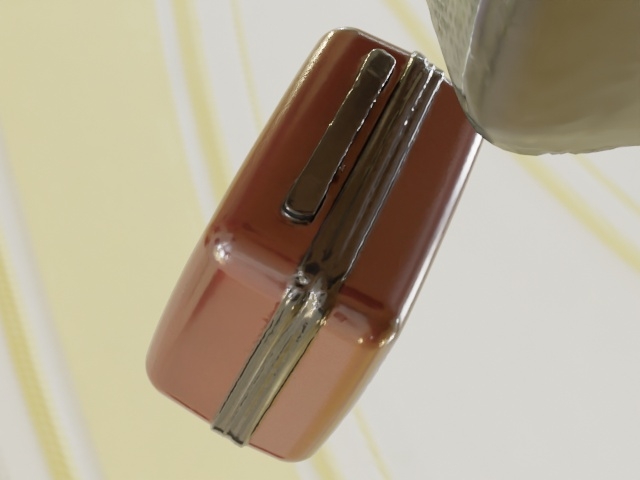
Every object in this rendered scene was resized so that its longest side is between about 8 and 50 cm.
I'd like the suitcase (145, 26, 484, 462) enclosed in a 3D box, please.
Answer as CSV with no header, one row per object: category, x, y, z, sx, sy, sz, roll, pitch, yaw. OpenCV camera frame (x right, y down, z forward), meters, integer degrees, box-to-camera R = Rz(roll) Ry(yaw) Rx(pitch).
suitcase,0.000,0.000,1.250,0.161,0.236,0.297,29,-133,-1

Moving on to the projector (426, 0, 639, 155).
projector,0.246,-0.245,0.676,0.395,0.405,0.242,-8,-120,-10
